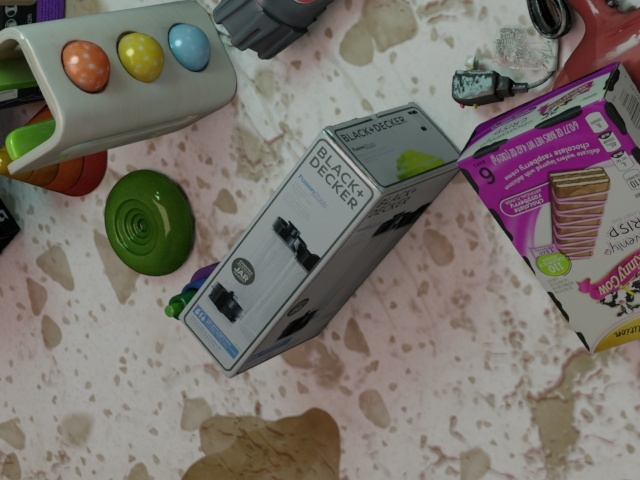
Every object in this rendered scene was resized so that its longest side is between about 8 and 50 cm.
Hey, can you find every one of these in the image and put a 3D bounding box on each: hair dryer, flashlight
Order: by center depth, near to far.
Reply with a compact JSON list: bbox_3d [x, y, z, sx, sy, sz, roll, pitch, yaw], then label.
[{"bbox_3d":[0.235,-0.209,1.300,0.294,0.080,0.223,11,108,32],"label":"hair dryer"},{"bbox_3d":[0.017,-0.291,1.412,0.304,0.103,0.103,-34,100,33],"label":"flashlight"}]

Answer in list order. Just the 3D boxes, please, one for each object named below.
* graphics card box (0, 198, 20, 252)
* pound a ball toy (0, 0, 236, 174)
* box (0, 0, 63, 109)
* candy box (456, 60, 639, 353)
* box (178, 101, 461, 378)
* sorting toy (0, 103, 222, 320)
[{"bbox_3d":[-0.566,-0.089,1.890,0.233,0.094,0.371,-43,76,36],"label":"graphics card box"},{"bbox_3d":[-0.245,-0.201,1.491,0.136,0.319,0.208,-26,87,37],"label":"pound a ball toy"},{"bbox_3d":[-0.450,-0.265,1.728,0.270,0.143,0.165,19,114,31],"label":"box"},{"bbox_3d":[0.252,-0.023,1.293,0.159,0.071,0.233,-24,112,38],"label":"candy box"},{"bbox_3d":[0.000,0.000,1.469,0.087,0.169,0.290,49,124,15],"label":"box"},{"bbox_3d":[-0.247,-0.024,1.664,0.365,0.126,0.127,41,122,20],"label":"sorting toy"}]
